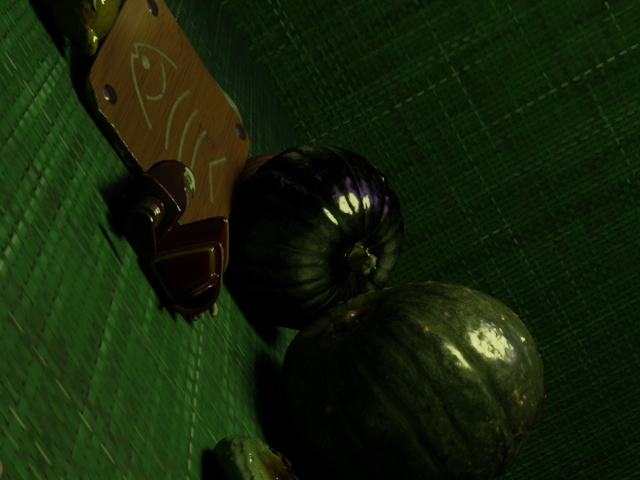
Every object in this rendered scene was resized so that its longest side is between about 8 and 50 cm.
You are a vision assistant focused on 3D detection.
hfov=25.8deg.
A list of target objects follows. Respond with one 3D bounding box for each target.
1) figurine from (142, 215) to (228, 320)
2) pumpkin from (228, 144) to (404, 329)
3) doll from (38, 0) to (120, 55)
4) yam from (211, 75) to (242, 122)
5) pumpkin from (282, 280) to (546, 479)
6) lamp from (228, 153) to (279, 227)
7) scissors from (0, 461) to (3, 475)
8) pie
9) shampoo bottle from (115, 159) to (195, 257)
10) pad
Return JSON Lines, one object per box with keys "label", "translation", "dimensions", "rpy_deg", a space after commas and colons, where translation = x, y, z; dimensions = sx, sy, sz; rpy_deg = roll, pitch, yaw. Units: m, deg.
{"label": "figurine", "translation": [-0.134, 0.041, 1.465], "dimensions": [0.154, 0.082, 0.098], "rpy_deg": [-92, 172, -74]}
{"label": "pumpkin", "translation": [0.000, 0.000, 1.806], "dimensions": [0.216, 0.250, 0.250], "rpy_deg": [30, -20, 48]}
{"label": "doll", "translation": [-0.293, -0.295, 1.618], "dimensions": [0.209, 0.097, 0.137], "rpy_deg": [-137, -136, -60]}
{"label": "yam", "translation": [-0.186, -0.200, 1.899], "dimensions": [0.093, 0.093, 0.259], "rpy_deg": [65, 7, 25]}
{"label": "pumpkin", "translation": [0.106, 0.176, 1.654], "dimensions": [0.257, 0.291, 0.328], "rpy_deg": [57, -7, -12]}
{"label": "lamp", "translation": [-0.072, -0.053, 1.955], "dimensions": [0.136, 0.136, 0.136], "rpy_deg": [60, 7, -13]}
{"label": "scissors", "translation": [-0.239, 0.063, 0.806], "dimensions": [0.212, 0.021, 0.110], "rpy_deg": [64, 5, 13]}
{"label": "pie", "translation": [-0.031, 0.283, 1.295], "dimensions": [0.240, 0.054, 0.240], "rpy_deg": [62, 5, -10]}
{"label": "shampoo bottle", "translation": [-0.175, -0.036, 1.464], "dimensions": [0.068, 0.067, 0.236], "rpy_deg": [50, 9, -7]}
{"label": "pad", "translation": [-0.179, -0.150, 1.698], "dimensions": [0.284, 0.018, 0.286], "rpy_deg": [57, 26, -30]}
